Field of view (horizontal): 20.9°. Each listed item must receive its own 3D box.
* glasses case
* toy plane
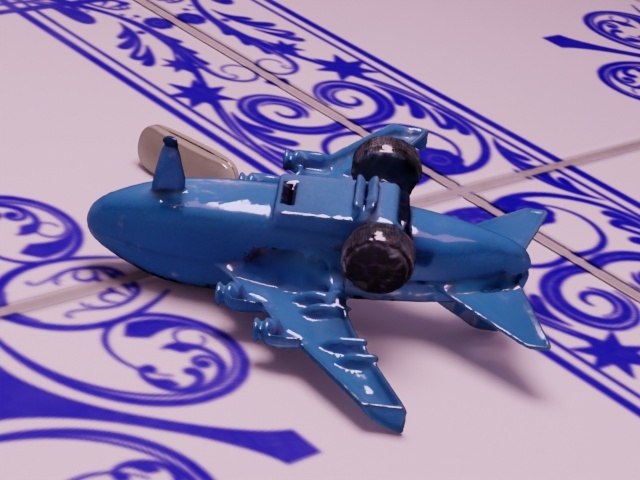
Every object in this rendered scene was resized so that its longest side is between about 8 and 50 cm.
[{"bbox_3d":[-0.087,-0.050,1.142,0.083,0.032,0.021,27,28,30],"label":"glasses case"},{"bbox_3d":[0.000,0.000,1.011,0.271,0.105,0.254,13,41,-5],"label":"toy plane"}]
